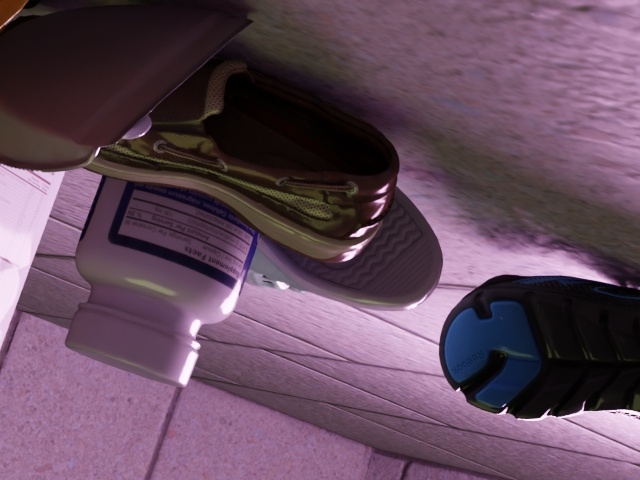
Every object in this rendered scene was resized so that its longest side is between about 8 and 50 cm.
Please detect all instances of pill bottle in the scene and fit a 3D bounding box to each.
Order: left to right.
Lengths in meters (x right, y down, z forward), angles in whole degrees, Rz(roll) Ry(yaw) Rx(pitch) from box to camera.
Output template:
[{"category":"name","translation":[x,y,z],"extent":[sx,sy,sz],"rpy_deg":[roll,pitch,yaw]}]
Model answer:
[{"category":"pill bottle","translation":[-0.097,-0.005,1.049],"extent":[0.112,0.186,0.112],"rpy_deg":[18,170,3]}]

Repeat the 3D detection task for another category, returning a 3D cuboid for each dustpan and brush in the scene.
[{"category":"dustpan and brush","translation":[-0.157,-0.084,0.873],"extent":[0.211,0.147,0.060],"rpy_deg":[15,131,25]}]

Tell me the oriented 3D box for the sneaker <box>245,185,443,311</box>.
[{"category":"sneaker","translation":[0.000,-0.001,1.156],"extent":[0.256,0.094,0.151],"rpy_deg":[24,168,33]}]

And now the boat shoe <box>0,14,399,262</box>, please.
[{"category":"boat shoe","translation":[-0.071,-0.080,0.948],"extent":[0.257,0.095,0.095],"rpy_deg":[21,146,-8]}]

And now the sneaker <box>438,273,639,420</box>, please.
[{"category":"sneaker","translation":[0.263,0.083,1.172],"extent":[0.341,0.125,0.139],"rpy_deg":[15,-164,8]}]

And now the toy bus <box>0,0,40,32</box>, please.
[{"category":"toy bus","translation":[-0.230,-0.147,0.740],"extent":[0.211,0.149,0.220],"rpy_deg":[40,162,-17]}]

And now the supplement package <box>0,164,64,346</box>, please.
[{"category":"supplement package","translation":[-0.344,0.009,1.394],"extent":[0.134,0.244,0.139],"rpy_deg":[13,167,26]}]
